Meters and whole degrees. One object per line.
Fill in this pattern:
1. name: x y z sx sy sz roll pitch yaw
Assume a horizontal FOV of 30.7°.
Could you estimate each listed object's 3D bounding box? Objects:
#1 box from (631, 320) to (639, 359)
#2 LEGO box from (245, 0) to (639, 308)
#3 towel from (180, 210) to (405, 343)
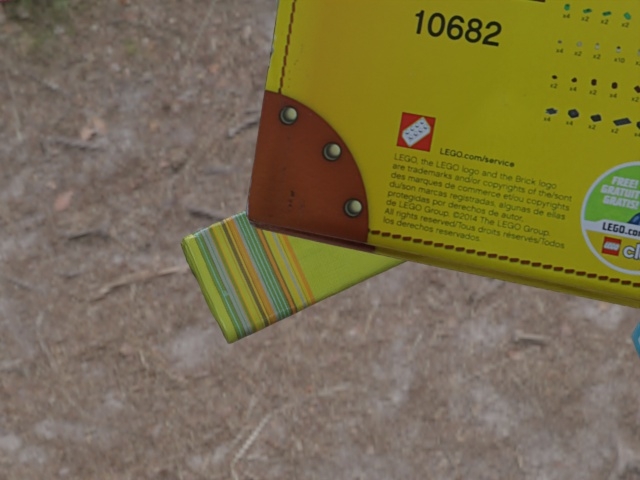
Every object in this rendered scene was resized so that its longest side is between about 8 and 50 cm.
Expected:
1. box: 0.432 0.136 1.135 0.244 0.060 0.100 21 25 -8
2. LEGO box: 0.259 -0.066 0.625 0.500 0.193 0.372 12 9 13
3. towel: 0.000 0.000 1.046 0.237 0.102 0.021 -24 2 -18
